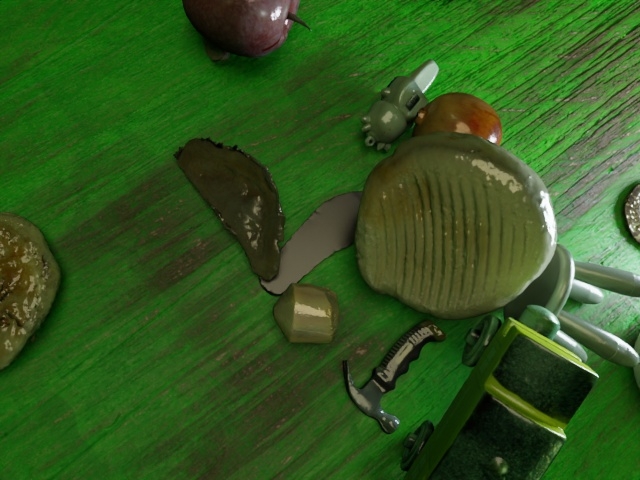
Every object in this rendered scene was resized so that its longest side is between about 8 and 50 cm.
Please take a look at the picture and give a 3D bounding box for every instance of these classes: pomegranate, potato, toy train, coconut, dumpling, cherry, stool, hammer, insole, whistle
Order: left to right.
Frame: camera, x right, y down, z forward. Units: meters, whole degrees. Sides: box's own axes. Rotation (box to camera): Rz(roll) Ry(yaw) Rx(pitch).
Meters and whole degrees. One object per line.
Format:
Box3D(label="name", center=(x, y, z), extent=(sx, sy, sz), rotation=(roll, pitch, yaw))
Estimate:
Box3D(label="potato", center=(-0.228, -0.418, 1.129), extent=(0.037, 0.036, 0.093), rotation=(-40, 61, 22))
Box3D(label="dumpling", center=(-0.147, -0.093, 1.033), extent=(0.166, 0.086, 0.332), rotation=(-39, 83, 19))
Box3D(label="cherry", center=(-0.146, -0.496, 1.060), extent=(0.285, 0.236, 0.213), rotation=(23, 117, 8))
Box3D(label="coconut", center=(-0.031, 0.139, 0.977), extent=(0.122, 0.116, 0.116), rotation=(7, 76, -10))
Box3D(label="insole", center=(0.000, 0.000, 1.065), extent=(0.309, 0.012, 0.110), rotation=(-43, 83, -14))
Box3D(label="hammer", center=(0.150, 0.245, 1.011), extent=(0.226, 0.041, 0.159), rotation=(-43, 87, -13))
Box3D(label="whistle", center=(0.172, -0.296, 1.112), extent=(0.110, 0.092, 0.244), rotation=(43, 79, -26))
Box3D(label="pomegranate", center=(0.278, -0.214, 1.066), extent=(0.191, 0.191, 0.192), rotation=(2, 77, -6))
Box3D(label="toy train", center=(0.272, 0.315, 0.849), extent=(0.179, 0.272, 0.442), rotation=(30, 99, 8))
Box3D(label="stool", center=(0.495, 0.133, 1.005), extent=(0.198, 0.195, 0.195), rotation=(27, 74, -4))

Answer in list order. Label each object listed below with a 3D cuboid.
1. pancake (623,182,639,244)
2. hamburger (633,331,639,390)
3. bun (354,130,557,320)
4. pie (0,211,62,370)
Box3D(label="pancake", center=(0.785, -0.054, 1.168), extent=(0.199, 0.021, 0.200), rotation=(2, 76, -6))
Box3D(label="hamburger", center=(0.783, 0.251, 1.013), extent=(0.276, 0.179, 0.294), rotation=(41, 75, 3))
Box3D(label="bun", center=(0.247, -0.029, 0.963), extent=(0.364, 0.219, 0.366), rotation=(8, 114, 17))
Box3D(label="pie", center=(-0.647, 0.098, 0.931), extent=(0.338, 0.077, 0.340), rotation=(1, 77, -6))
